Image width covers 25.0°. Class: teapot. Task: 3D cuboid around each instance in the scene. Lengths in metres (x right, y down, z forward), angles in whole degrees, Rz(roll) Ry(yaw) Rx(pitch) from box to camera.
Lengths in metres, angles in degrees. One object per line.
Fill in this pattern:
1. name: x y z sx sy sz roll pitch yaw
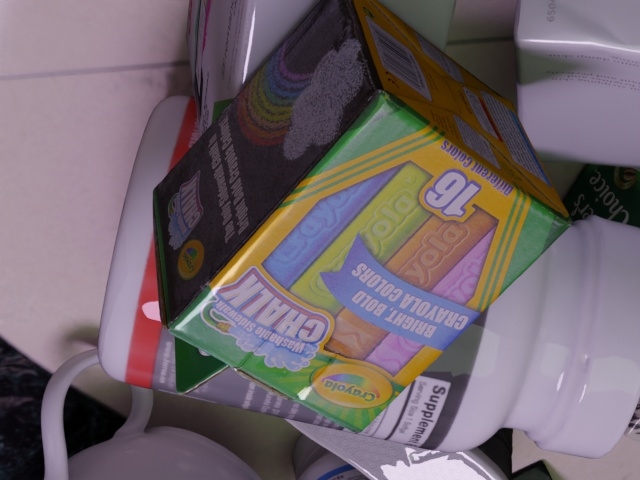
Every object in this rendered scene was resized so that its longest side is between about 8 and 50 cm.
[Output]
1. teapot: -0.126 0.242 1.206 0.252 0.187 0.256 24 140 7

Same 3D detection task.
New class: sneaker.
1. sneaker: 0.048 0.117 1.211 0.296 0.147 0.104 43 109 0

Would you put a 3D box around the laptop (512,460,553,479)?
1. laptop: 0.169 0.364 1.457 0.234 0.137 0.264 -26 151 6

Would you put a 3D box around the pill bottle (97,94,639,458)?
1. pill bottle: 0.039 0.034 1.029 0.362 0.210 0.210 12 121 -4

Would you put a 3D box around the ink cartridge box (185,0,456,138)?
1. ink cartridge box: -0.012 -0.148 0.899 0.117 0.278 0.201 3 123 -12

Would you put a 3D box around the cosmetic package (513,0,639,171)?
1. cosmetic package: 0.229 -0.138 0.870 0.217 0.385 0.156 6 86 7

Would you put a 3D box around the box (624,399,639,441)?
1. box: 0.349 0.048 1.222 0.094 0.113 0.275 19 116 -23

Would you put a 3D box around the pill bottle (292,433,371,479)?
1. pill bottle: 0.040 0.253 1.221 0.124 0.221 0.124 -6 125 -9

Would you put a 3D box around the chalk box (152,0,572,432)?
1. chalk box: 0.000 0.000 0.752 0.132 0.132 0.213 31 115 -27

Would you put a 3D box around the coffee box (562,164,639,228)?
1. coffee box: 0.252 -0.040 1.136 0.040 0.113 0.184 17 120 -25
